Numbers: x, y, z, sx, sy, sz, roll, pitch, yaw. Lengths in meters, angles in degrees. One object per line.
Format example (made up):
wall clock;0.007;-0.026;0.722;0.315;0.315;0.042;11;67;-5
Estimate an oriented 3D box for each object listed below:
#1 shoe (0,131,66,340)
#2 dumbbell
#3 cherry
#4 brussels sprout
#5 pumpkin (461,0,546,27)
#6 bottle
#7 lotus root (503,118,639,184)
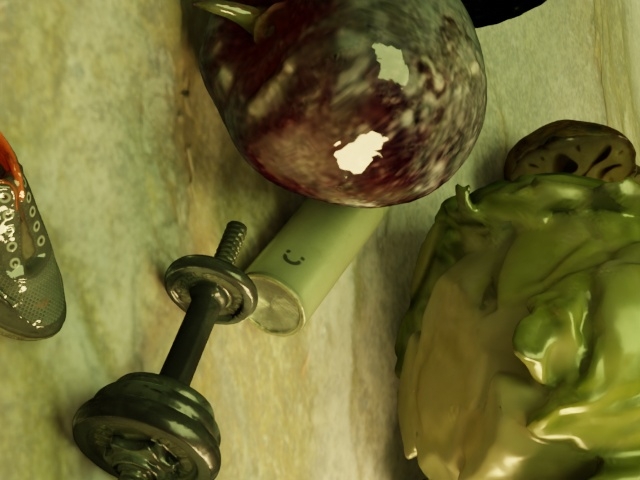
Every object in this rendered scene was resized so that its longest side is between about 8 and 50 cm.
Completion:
shoe;-0.215;-0.015;0.645;0.074;0.077;0.194;-49;121;-45
dumbbell;-0.101;0.081;0.762;0.110;0.110;0.254;52;42;-34
cherry;0.019;-0.151;0.850;0.296;0.218;0.255;22;40;-47
brussels sprout;0.270;0.147;0.992;0.361;0.342;0.425;7;89;-19
pumpkin;0.140;-0.391;0.993;0.363;0.266;0.363;5;90;-67
bottle;0.000;0.000;0.925;0.201;0.072;0.072;-52;124;-43
lotus root;0.334;-0.072;1.271;0.180;0.199;0.188;-70;160;-63
